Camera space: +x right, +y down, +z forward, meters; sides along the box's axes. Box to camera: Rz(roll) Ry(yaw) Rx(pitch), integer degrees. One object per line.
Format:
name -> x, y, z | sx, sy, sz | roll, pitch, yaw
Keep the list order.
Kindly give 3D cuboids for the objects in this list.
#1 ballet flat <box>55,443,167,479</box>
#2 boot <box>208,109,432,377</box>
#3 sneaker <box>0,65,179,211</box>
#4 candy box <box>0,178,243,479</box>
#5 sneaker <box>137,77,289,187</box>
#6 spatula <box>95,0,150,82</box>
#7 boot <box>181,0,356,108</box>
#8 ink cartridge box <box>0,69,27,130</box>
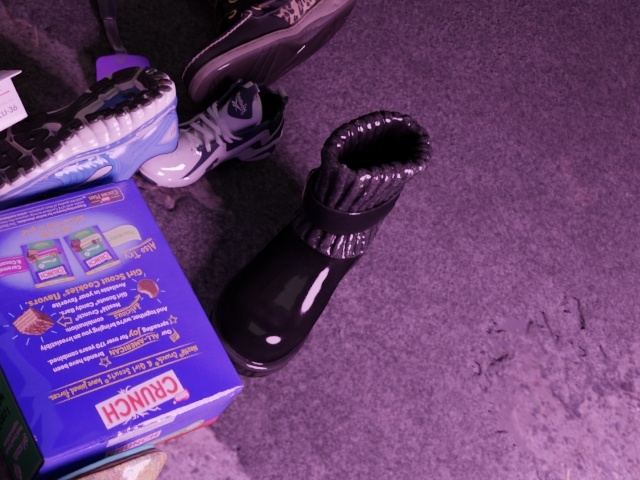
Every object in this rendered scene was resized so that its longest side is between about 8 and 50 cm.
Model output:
ballet flat -> -0.317, 0.330, 1.378 | 0.348, 0.123, 0.123 | -16, 67, -25
boot -> -0.003, -0.003, 1.640 | 0.131, 0.260, 0.348 | 35, 51, 1
sneaker -> -0.323, -0.091, 1.634 | 0.330, 0.147, 0.130 | -26, 43, -13
candy box -> -0.289, 0.109, 1.528 | 0.268, 0.122, 0.317 | -17, 66, -33
sneaker -> -0.141, -0.161, 1.750 | 0.235, 0.153, 0.094 | -11, 64, -29
spatula -> -0.305, -0.309, 1.851 | 0.084, 0.030, 0.296 | -4, 61, -24
boot -> -0.145, -0.369, 1.893 | 0.284, 0.138, 0.377 | 45, 48, 7
ink cartridge box -> -0.452, -0.157, 1.580 | 0.115, 0.198, 0.067 | -37, 114, -36
